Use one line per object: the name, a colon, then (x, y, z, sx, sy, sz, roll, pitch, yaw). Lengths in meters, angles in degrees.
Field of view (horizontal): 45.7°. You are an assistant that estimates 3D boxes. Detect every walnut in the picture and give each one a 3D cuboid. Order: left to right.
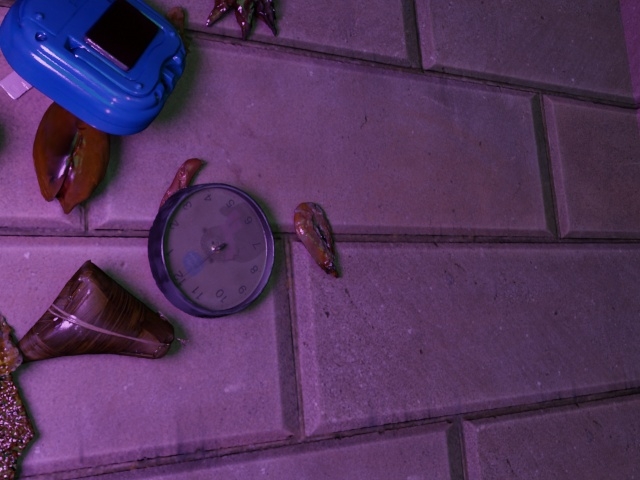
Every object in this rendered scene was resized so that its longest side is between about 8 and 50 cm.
walnut: (-0.461, -0.168, 1.412, 0.137, 0.137, 0.245, 9, 69, -30)

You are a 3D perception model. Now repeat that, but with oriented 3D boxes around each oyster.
oyster: (-0.565, 0.181, 1.306, 0.121, 0.045, 0.146, 25, 43, -7)

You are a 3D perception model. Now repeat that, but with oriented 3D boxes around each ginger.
ginger: (-0.309, -0.436, 1.614, 0.057, 0.044, 0.137, -7, 76, -3)

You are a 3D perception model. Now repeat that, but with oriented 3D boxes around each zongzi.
zongzi: (-0.413, 0.197, 1.402, 0.241, 0.111, 0.248, -49, 119, -1)

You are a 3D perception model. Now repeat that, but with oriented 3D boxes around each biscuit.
biscuit: (-0.564, 0.325, 1.296, 0.131, 0.026, 0.237, -22, 91, -22)

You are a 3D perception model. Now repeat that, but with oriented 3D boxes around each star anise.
star anise: (-0.168, -0.577, 1.694, 0.272, 0.102, 0.272, 5, 81, -31)

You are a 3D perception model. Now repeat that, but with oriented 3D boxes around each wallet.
wallet: (-0.567, -0.306, 1.443, 0.044, 0.011, 0.083, 47, 60, -16)

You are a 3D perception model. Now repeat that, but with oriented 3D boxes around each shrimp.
shrimp: (0.000, 0.000, 1.717, 0.101, 0.042, 0.190, -28, 95, -40)

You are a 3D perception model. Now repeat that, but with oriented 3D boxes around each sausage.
sausage: (-0.290, -0.107, 1.560, 0.042, 0.036, 0.158, 41, 62, -32)

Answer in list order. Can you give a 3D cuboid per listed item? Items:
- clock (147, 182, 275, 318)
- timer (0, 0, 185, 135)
clock: (-0.216, 0.019, 1.547, 0.280, 0.055, 0.280, 4, 83, -38)
timer: (-0.412, -0.369, 1.429, 0.309, 0.115, 0.340, 36, 38, -20)
